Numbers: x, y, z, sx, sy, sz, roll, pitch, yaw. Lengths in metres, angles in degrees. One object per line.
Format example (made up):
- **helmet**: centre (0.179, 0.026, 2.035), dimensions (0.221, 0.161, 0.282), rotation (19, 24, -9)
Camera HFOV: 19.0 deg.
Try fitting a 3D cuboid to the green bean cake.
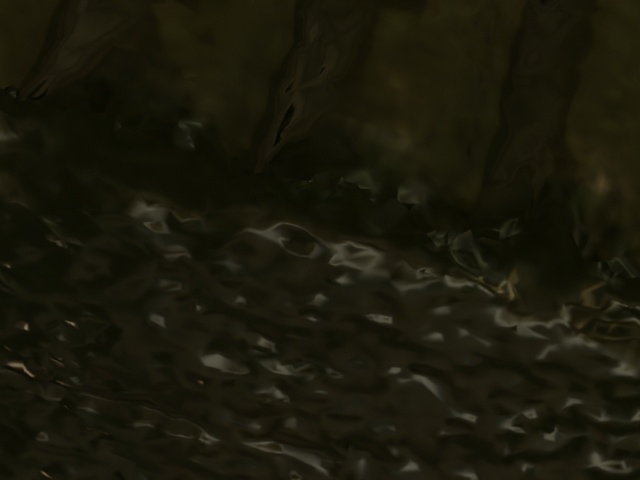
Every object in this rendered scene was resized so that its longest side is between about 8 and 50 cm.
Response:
- **green bean cake**: centre (0.000, 0.000, 0.491), dimensions (0.247, 0.250, 0.156), rotation (105, 177, -56)
